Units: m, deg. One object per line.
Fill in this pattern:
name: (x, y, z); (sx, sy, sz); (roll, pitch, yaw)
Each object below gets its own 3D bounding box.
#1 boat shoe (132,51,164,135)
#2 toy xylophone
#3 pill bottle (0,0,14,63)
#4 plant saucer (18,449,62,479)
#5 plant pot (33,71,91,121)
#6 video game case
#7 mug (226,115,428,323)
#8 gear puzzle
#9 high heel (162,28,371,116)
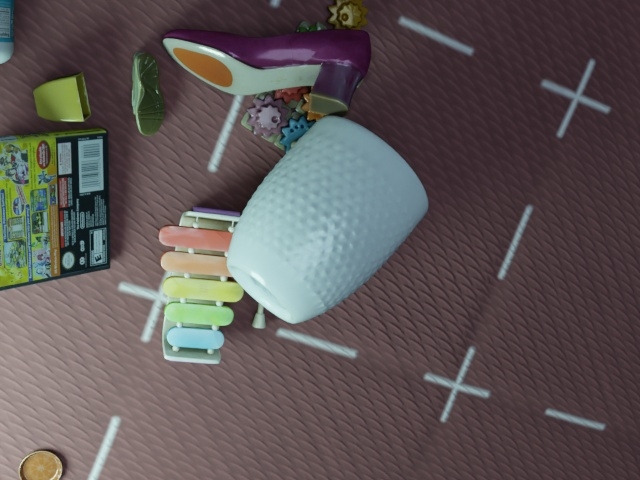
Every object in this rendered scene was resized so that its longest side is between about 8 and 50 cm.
boat shoe: (-0.327, -0.274, 1.622); (0.056, 0.048, 0.153); (-14, 114, -26)
toy xylophone: (-0.206, 0.085, 1.724); (0.236, 0.081, 0.323); (-1, 104, -17)
pill bottle: (-0.590, -0.389, 1.451); (0.146, 0.146, 0.264); (2, 103, -18)
plant saucer: (-0.562, 0.459, 1.742); (0.083, 0.013, 0.083); (-4, 105, -17)
plant pot: (-0.468, -0.254, 1.562); (0.083, 0.081, 0.081); (-8, 106, -3)
video game case: (-0.499, -0.058, 1.560); (0.248, 0.035, 0.275); (-12, 115, -39)
mug: (0.000, 0.000, 1.656); (0.276, 0.374, 0.328); (35, 73, 21)
gear puzzle: (0.000, -0.327, 1.704); (0.175, 0.044, 0.339); (30, 93, -21)
high heel: (-0.096, -0.362, 1.633); (0.377, 0.127, 0.181); (19, 66, -3)
